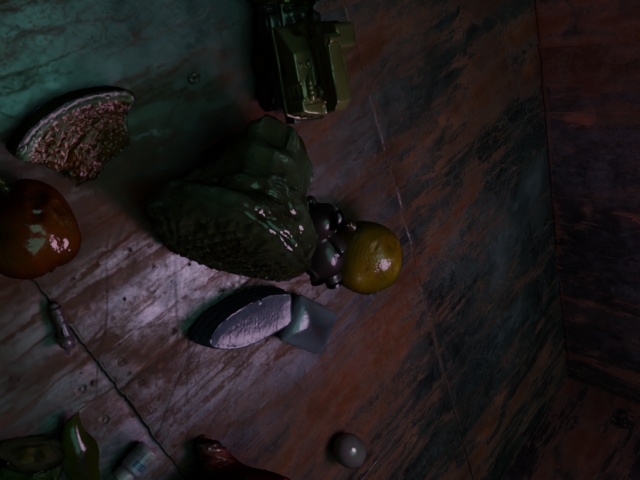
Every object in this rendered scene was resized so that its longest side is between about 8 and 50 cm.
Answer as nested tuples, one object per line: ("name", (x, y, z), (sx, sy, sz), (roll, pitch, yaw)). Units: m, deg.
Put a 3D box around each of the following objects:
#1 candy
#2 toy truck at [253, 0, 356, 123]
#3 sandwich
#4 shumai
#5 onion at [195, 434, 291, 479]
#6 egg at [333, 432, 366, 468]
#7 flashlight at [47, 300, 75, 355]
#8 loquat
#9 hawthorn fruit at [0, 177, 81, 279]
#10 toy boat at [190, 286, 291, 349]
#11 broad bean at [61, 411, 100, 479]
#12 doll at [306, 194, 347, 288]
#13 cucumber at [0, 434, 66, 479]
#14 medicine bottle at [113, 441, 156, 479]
("candy", (-0.033, 0.241, 1.501), (0.174, 0.071, 0.138), (32, 78, -44))
("toy truck", (-0.036, -0.472, 1.186), (0.180, 0.253, 0.406), (-19, 111, -35))
("sandwich", (-0.448, -0.208, 0.984), (0.235, 0.079, 0.159), (-52, 141, -16))
("shumai", (-0.157, -0.104, 1.158), (0.397, 0.323, 0.324), (40, 58, -48))
("onion", (-0.219, 0.667, 1.312), (0.347, 0.347, 0.386), (-15, 76, -41))
("egg", (0.096, 0.687, 1.724), (0.103, 0.103, 0.135), (-51, 133, -21))
("flashlight", (-0.516, 0.173, 1.048), (0.031, 0.052, 0.111), (-13, 108, -3))
("loquat", (0.121, 0.033, 1.501), (0.213, 0.213, 0.246), (-47, 129, -25))
("hawthorn fruit", (-0.521, -0.068, 0.883), (0.165, 0.165, 0.286), (-41, 129, -29))
("toy boat", (-0.192, 0.201, 1.335), (0.282, 0.078, 0.127), (-18, 116, -41))
("broad bean", (-0.504, 0.513, 1.126), (0.075, 0.067, 0.326), (-9, 106, -33))
("doll", (-0.001, 0.002, 1.391), (0.117, 0.181, 0.258), (-31, 119, -50))
("cucumber", (-0.580, 0.512, 1.022), (0.134, 0.134, 0.245), (6, 100, -44))
("medicine bottle", (-0.426, 0.512, 1.211), (0.089, 0.052, 0.052), (-46, 128, -25))
